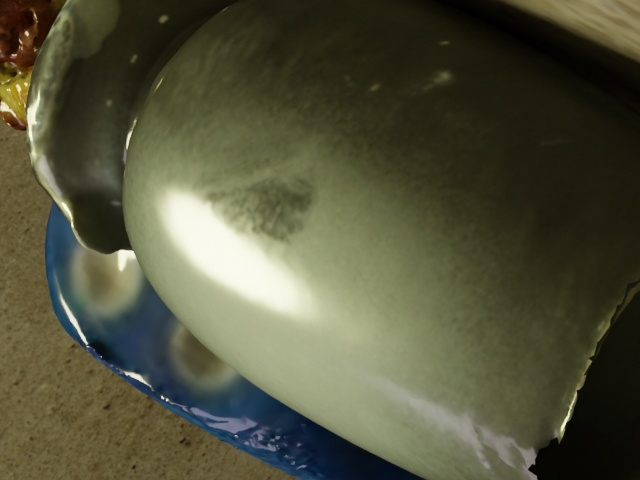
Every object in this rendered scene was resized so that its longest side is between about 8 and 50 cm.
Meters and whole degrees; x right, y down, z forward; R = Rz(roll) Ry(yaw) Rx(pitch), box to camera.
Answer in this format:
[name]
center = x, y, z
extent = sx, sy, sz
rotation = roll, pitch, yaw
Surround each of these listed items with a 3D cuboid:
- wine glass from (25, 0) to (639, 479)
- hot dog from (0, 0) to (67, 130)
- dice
[wine glass]
center = 0.016, -0.008, 0.453
extent = 0.204, 0.111, 0.111
rotation = 32, 180, 38
[hot dog]
center = -0.152, -0.112, 0.989
extent = 0.146, 0.103, 0.213
rotation = 31, -179, 8
[dice]
center = 0.000, 0.000, 0.617
extent = 0.146, 0.143, 0.146
rotation = 30, -177, 31
